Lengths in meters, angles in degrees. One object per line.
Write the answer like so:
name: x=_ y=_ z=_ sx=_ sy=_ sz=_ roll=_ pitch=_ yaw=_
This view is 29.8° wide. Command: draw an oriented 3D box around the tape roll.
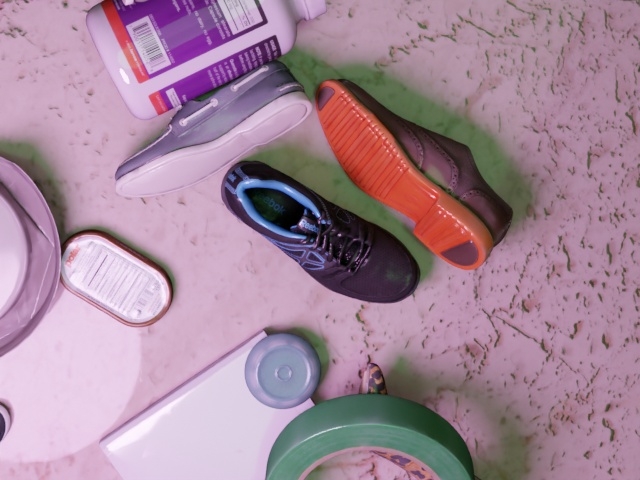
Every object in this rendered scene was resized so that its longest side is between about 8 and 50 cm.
tape roll: x=0.074 y=0.381 z=1.818 sx=0.321 sy=0.077 sz=0.321 roll=2 pitch=120 yaw=3

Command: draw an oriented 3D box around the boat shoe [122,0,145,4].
boat shoe: x=-0.239 y=-0.440 z=1.686 sx=0.091 sy=0.305 sz=0.109 roll=4 pitch=138 yaw=-12

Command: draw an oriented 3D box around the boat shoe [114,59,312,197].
boat shoe: x=-0.171 y=-0.165 z=1.798 sx=0.319 sy=0.116 sz=0.099 roll=-27 pitch=71 yaw=4

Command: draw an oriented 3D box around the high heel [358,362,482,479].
high heel: x=0.155 y=0.300 z=1.869 sx=0.186 sy=0.093 sz=0.261 roll=-6 pitch=111 yaw=-1

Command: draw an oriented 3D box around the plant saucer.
plant saucer: x=-0.057 y=0.202 z=1.839 sx=0.119 sy=0.021 sz=0.119 roll=-1 pitch=95 yaw=-7

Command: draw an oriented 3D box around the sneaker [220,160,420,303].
sneaker: x=0.000 y=0.000 z=1.805 sx=0.340 sy=0.139 sz=0.125 roll=28 pitch=92 yaw=-8

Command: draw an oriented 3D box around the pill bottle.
pill bottle: x=-0.161 y=-0.317 z=1.737 sx=0.322 sy=0.181 sz=0.182 roll=-26 pitch=98 yaw=-3

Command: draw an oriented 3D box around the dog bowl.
dog bowl: x=-0.553 y=0.018 z=1.769 sx=0.348 sy=0.102 sz=0.349 roll=-1 pitch=96 yaw=-6

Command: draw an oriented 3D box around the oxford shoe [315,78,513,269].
oxford shoe: x=0.142 y=-0.121 z=1.838 sx=0.364 sy=0.130 sz=0.133 roll=47 pitch=57 yaw=-1

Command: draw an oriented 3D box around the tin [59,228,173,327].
tin: x=-0.313 y=0.058 z=1.832 sx=0.189 sy=0.040 sz=0.106 roll=32 pitch=87 yaw=-8

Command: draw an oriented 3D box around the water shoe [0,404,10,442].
water shoe: x=-0.557 y=0.322 z=1.808 sx=0.203 sy=0.080 sz=0.073 roll=-34 pitch=98 yaw=-2

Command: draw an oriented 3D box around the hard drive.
hard drive: x=-0.159 y=0.307 z=1.869 sx=0.307 sy=0.040 sz=0.203 roll=-34 pitch=98 yaw=-2
